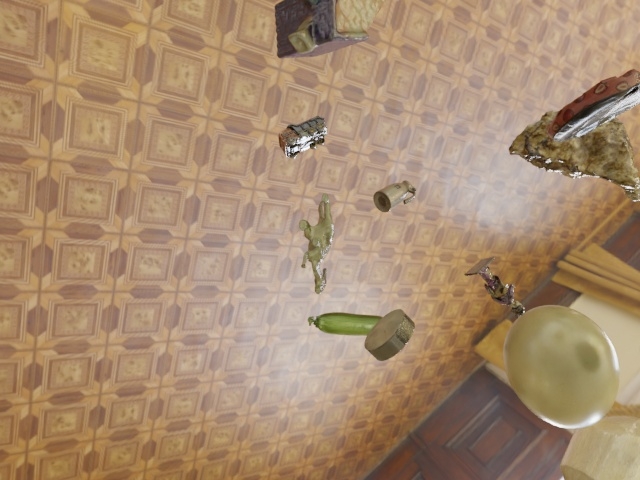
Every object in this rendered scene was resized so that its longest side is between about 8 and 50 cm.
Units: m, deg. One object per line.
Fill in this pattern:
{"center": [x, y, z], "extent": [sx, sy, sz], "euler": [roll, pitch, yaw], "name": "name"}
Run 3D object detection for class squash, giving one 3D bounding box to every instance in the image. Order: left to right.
{"center": [0.126, 0.362, 1.818], "extent": [0.378, 0.101, 0.102], "euler": [6, 108, -19], "name": "squash"}

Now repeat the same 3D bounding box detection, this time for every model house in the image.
{"center": [-0.027, -0.558, 0.910], "extent": [0.312, 0.245, 0.280], "euler": [41, 70, -41], "name": "model house"}

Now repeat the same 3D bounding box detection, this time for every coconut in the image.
{"center": [0.749, 0.564, 1.050], "extent": [0.266, 0.237, 0.237], "euler": [-52, 128, -10], "name": "coconut"}

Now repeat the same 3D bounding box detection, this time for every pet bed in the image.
{"center": [0.565, -0.267, 0.861], "extent": [0.201, 0.054, 0.201], "euler": [-20, 165, -6], "name": "pet bed"}

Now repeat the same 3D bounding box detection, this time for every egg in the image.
{"center": [0.443, 0.235, 0.782], "extent": [0.185, 0.186, 0.242], "euler": [-32, 109, -17], "name": "egg"}

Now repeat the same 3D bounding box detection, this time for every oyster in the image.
{"center": [0.760, -0.259, 1.198], "extent": [0.111, 0.395, 0.204], "euler": [-60, 168, -54], "name": "oyster"}

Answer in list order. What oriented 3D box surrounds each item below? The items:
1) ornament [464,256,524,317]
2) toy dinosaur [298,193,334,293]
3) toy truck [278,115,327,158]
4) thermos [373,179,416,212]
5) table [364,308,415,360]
{"center": [0.553, 0.143, 1.290], "extent": [0.203, 0.088, 0.081], "euler": [44, 80, 3], "name": "ornament"}
{"center": [-0.008, 0.001, 1.206], "extent": [0.162, 0.077, 0.294], "euler": [55, 45, -65], "name": "toy dinosaur"}
{"center": [-0.062, -0.382, 1.545], "extent": [0.192, 0.092, 0.083], "euler": [-29, 150, -17], "name": "toy truck"}
{"center": [0.356, -0.207, 1.931], "extent": [0.193, 0.137, 0.105], "euler": [-30, 133, -32], "name": "thermos"}
{"center": [0.172, 0.235, 1.052], "extent": [0.043, 0.133, 0.133], "euler": [45, 83, -7], "name": "table"}
